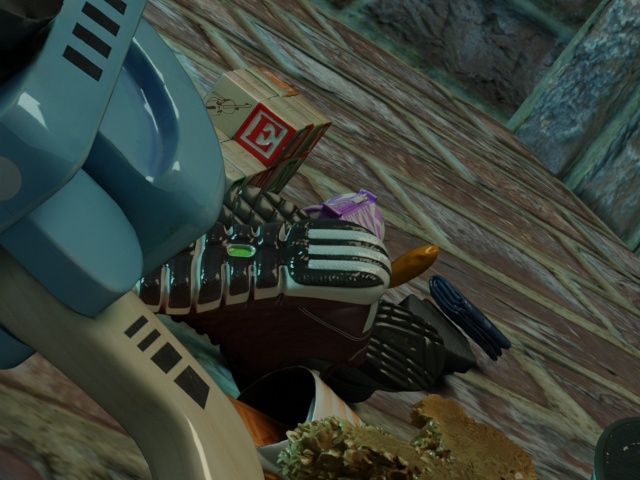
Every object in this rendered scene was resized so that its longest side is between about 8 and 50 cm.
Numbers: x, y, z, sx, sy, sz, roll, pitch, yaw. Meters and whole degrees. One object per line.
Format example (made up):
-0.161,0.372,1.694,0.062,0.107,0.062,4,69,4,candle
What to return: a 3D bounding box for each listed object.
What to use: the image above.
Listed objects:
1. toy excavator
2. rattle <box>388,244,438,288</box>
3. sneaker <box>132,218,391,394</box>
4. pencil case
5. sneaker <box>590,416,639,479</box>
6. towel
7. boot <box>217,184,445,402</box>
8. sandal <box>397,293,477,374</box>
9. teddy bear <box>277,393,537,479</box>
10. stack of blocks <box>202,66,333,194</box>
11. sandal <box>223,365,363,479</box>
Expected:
-0.137,0.015,1.104,0.445,0.222,0.433,45,25,-21,toy excavator
0.000,0.000,1.915,0.130,0.143,0.199,3,38,-37,rattle
-0.090,0.065,1.523,0.281,0.162,0.106,5,41,2,sneaker
0.016,-0.005,2.082,0.086,0.088,0.206,36,13,5,pencil case
0.230,0.291,1.464,0.124,0.178,0.295,6,37,10,sneaker
0.161,0.084,2.165,0.119,0.029,0.067,41,6,-47,towel
-0.023,0.060,1.670,0.246,0.083,0.161,40,-25,-16,boot
0.115,0.109,2.054,0.097,0.054,0.254,47,4,8,sandal
0.070,0.231,1.372,0.245,0.113,0.338,28,22,-14,teddy bear
-0.099,-0.059,1.759,0.087,0.171,0.297,38,13,5,stack of blocks
-0.034,0.130,1.465,0.265,0.076,0.102,30,15,-32,sandal
